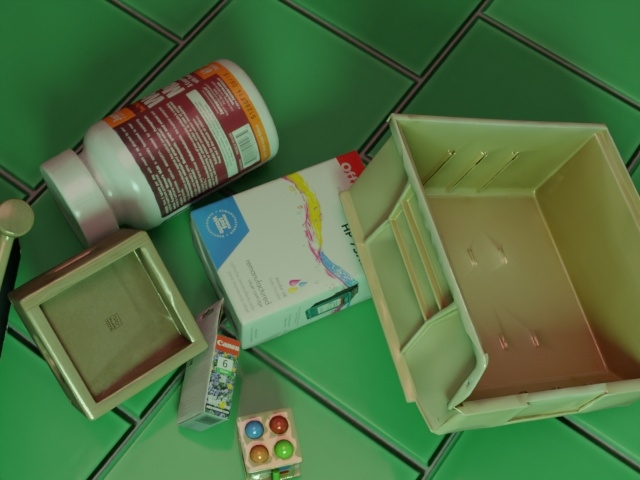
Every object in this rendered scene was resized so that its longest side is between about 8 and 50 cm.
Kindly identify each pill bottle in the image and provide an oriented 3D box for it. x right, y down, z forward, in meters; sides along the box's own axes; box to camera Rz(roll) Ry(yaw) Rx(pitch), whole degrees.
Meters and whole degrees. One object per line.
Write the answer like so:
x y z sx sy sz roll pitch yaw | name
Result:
-0.163 -0.086 1.017 0.221 0.121 0.121 -31 69 -17 | pill bottle

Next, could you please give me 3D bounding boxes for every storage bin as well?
0.184 0.027 0.928 0.262 0.123 0.260 -1 61 -31 | storage bin

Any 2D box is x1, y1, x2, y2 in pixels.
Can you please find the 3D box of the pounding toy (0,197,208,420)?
-0.238 0.053 0.909 0.181 0.094 0.206 -32 104 -21 | pounding toy

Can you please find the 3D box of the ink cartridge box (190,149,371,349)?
0.000 0.000 1.007 0.231 0.078 0.134 -22 68 -14 | ink cartridge box

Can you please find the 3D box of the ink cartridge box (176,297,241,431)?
-0.103 0.118 0.949 0.029 0.063 0.115 22 60 -25 | ink cartridge box

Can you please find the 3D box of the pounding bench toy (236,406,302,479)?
-0.044 0.203 0.911 0.052 0.065 0.083 -10 65 -9 | pounding bench toy

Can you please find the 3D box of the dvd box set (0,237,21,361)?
-0.502 0.100 0.888 0.420 0.062 0.308 -2 44 -5 | dvd box set
